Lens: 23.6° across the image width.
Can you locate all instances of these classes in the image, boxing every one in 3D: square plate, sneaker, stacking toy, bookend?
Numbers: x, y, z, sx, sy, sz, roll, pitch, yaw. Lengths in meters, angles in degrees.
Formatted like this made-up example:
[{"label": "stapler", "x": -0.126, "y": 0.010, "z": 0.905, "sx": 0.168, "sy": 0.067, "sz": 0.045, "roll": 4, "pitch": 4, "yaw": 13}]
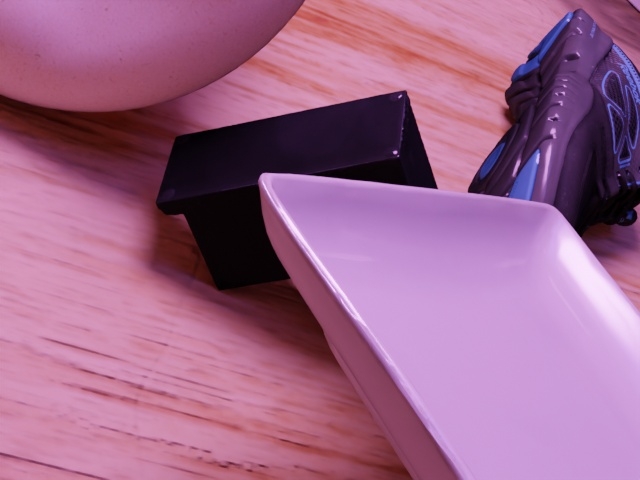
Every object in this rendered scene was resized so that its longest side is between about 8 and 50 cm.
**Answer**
[{"label": "square plate", "x": 0.140, "y": 0.113, "z": 0.852, "sx": 0.347, "sy": 0.049, "sz": 0.344, "roll": 3, "pitch": 47, "yaw": -55}, {"label": "sneaker", "x": 0.207, "y": -0.062, "z": 1.185, "sx": 0.139, "sy": 0.125, "sz": 0.341, "roll": 37, "pitch": 39, "yaw": -6}, {"label": "stacking toy", "x": -0.115, "y": -0.300, "z": 1.119, "sx": 0.350, "sy": 0.351, "sz": 0.480, "roll": 35, "pitch": 18, "yaw": 0}, {"label": "bookend", "x": 0.000, "y": 0.000, "z": 0.982, "sx": 0.072, "sy": 0.156, "sz": 0.157, "roll": -81, "pitch": 154, "yaw": -50}]

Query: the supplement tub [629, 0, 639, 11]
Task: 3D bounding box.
[{"label": "supplement tub", "x": 0.456, "y": -0.367, "z": 1.539, "sx": 0.235, "sy": 0.325, "sz": 0.235, "roll": 21, "pitch": 39, "yaw": -18}]
